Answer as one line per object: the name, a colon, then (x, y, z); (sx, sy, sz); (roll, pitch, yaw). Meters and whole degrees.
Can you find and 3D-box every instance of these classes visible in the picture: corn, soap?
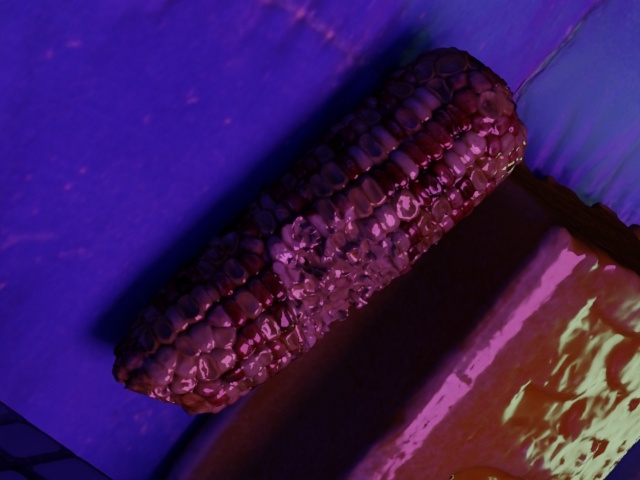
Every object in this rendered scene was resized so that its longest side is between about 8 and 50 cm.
corn: (0.000, 0.000, 1.139); (0.290, 0.098, 0.098); (-42, 149, -8)
soap: (0.094, 0.109, 1.330); (0.335, 0.156, 0.293); (-49, 149, 9)

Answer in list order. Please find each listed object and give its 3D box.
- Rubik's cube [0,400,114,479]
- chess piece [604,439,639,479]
Rubik's cube: (-0.213, 0.233, 0.972); (0.237, 0.238, 0.237); (-9, 118, -50)
chess piece: (0.295, 0.195, 1.662); (0.195, 0.195, 0.299); (18, 104, -57)
